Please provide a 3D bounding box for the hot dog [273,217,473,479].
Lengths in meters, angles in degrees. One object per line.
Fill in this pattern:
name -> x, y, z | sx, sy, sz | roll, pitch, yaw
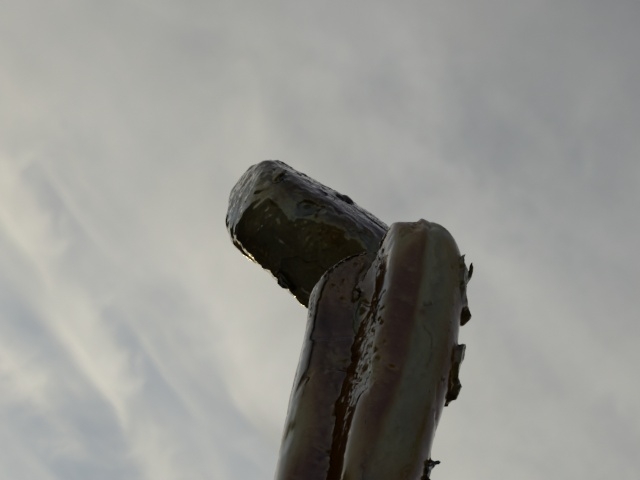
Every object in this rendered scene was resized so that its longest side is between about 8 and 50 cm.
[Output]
hot dog -> 0.028, 0.091, 0.739 | 0.072, 0.269, 0.109 | 36, -47, -22

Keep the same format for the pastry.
pastry -> 0.000, 0.000, 1.205 | 0.182, 0.093, 0.192 | 33, 8, -5
